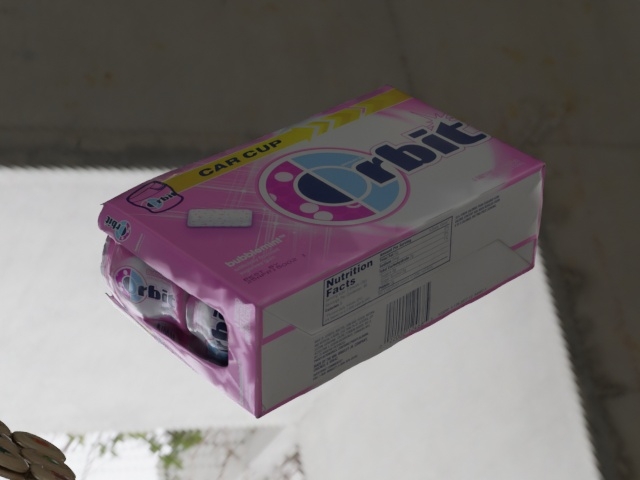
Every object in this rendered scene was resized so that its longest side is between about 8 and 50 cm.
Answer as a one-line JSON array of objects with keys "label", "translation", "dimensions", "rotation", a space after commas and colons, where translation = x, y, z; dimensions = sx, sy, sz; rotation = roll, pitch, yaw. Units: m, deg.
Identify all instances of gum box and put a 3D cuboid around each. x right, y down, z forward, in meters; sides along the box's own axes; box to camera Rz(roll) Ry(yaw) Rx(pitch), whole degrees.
[{"label": "gum box", "translation": [0.000, 0.000, 0.727], "dimensions": [0.188, 0.062, 0.107], "rotation": [-25, -139, -35]}]

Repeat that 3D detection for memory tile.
[{"label": "memory tile", "translation": [-0.205, 0.107, 0.906], "dimensions": [0.148, 0.113, 0.012], "rotation": [28, -91, -19]}]
